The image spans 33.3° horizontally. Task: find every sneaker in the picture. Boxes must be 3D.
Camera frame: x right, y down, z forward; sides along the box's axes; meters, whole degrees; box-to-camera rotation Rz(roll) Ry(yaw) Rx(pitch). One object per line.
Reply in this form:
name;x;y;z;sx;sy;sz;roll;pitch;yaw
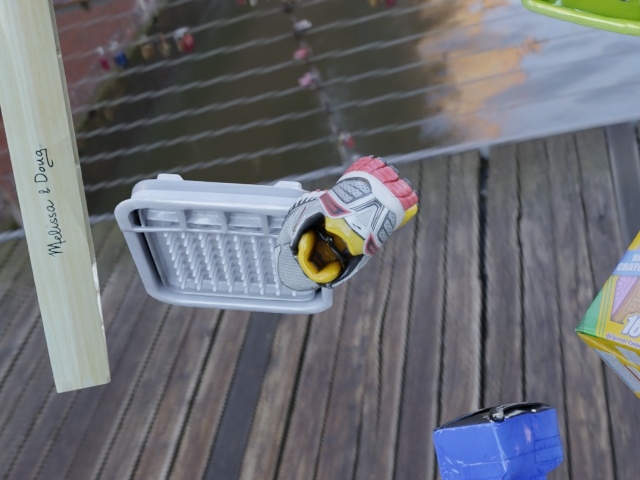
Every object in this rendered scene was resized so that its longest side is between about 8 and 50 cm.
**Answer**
sneaker;0.000;0.000;0.977;0.093;0.088;0.225;-47;0;-28

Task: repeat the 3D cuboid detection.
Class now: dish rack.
dish rack;-0.122;0.004;1.505;0.286;0.333;0.072;3;62;3

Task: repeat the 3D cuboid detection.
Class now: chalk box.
chalk box;0.366;0.047;0.988;0.213;0.132;0.132;-53;29;-12

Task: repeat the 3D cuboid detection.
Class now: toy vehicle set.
toy vehicle set;-0.177;-0.058;0.696;0.035;0.267;0.166;-9;27;-11

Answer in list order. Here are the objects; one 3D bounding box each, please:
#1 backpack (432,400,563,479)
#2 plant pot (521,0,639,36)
backpack;0.188;0.217;1.096;0.120;0.101;0.098;-9;-2;-44
plant pot;0.359;-0.401;1.264;0.207;0.227;0.228;-37;36;-18
